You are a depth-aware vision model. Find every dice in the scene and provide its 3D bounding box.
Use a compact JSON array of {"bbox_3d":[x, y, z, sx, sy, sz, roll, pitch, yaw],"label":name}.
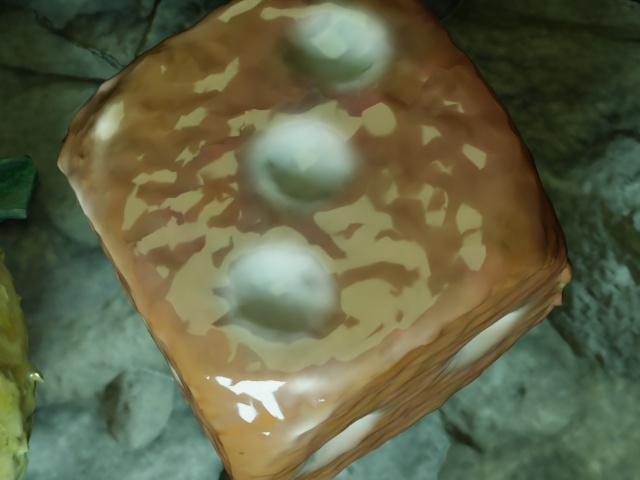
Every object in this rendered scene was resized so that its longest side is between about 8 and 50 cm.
[{"bbox_3d":[0.000,0.000,0.678,0.179,0.175,0.174,-29,72,-10],"label":"dice"}]

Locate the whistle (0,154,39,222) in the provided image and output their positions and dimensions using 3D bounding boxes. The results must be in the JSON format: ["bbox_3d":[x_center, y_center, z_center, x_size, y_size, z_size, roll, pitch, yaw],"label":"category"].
[{"bbox_3d":[-0.238,-0.025,0.768,0.186,0.039,0.039,0,71,3],"label":"whistle"}]

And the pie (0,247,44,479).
[{"bbox_3d":[-0.298,0.068,0.698,0.339,0.083,0.339,0,83,3],"label":"pie"}]
